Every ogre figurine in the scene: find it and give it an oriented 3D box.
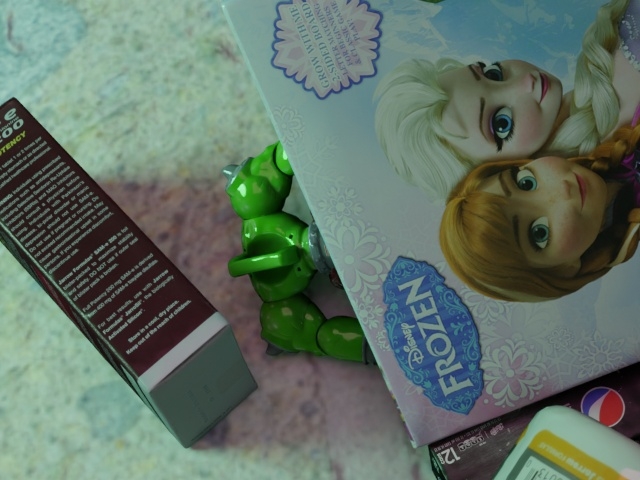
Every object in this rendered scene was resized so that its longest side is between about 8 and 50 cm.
[{"bbox_3d":[0.000,0.000,1.026,0.118,0.197,0.097,-13,23,14],"label":"ogre figurine"}]

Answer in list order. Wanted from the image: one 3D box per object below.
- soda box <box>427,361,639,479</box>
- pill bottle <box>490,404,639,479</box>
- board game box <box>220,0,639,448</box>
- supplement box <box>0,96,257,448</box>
[{"bbox_3d":[0.159,0.132,0.977,0.169,0.053,0.060,-25,65,-5],"label":"soda box"},{"bbox_3d":[0.124,0.249,0.854,0.162,0.162,0.278,32,85,19],"label":"pill bottle"},{"bbox_3d":[0.144,-0.069,0.925,0.318,0.066,0.318,-23,105,6],"label":"board game box"},{"bbox_3d":[-0.153,0.023,1.023,0.073,0.130,0.239,-41,68,-12],"label":"supplement box"}]
